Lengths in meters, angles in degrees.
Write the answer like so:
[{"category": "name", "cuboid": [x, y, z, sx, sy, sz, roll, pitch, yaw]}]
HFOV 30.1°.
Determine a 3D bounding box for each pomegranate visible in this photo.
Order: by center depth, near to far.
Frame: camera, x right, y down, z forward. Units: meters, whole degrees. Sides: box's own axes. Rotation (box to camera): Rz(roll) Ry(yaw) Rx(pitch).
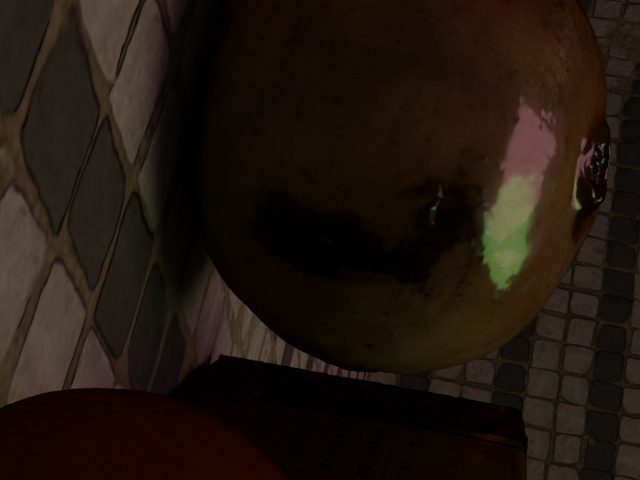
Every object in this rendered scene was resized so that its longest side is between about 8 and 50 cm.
[{"category": "pomegranate", "cuboid": [0.054, -0.064, 0.805, 0.322, 0.322, 0.322, 10, 90, -83]}]

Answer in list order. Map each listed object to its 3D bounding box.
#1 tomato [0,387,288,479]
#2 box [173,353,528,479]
[{"category": "tomato", "cuboid": [-0.085, 0.180, 0.405, 0.260, 0.180, 0.260, 11, 90, -81]}, {"category": "box", "cuboid": [0.003, 0.189, 0.781, 0.415, 0.264, 0.116, -42, 140, -80]}]
